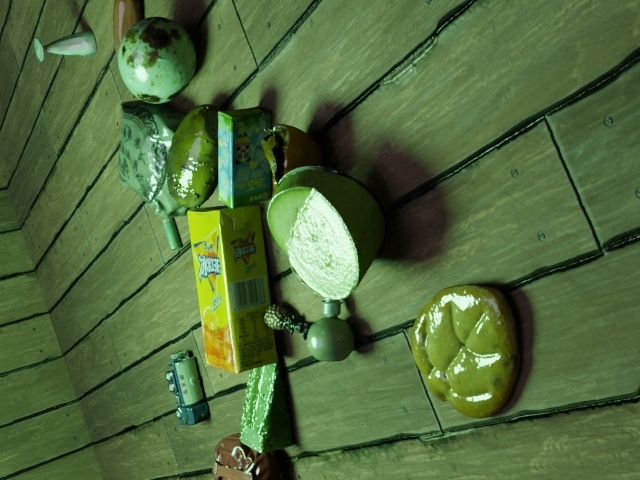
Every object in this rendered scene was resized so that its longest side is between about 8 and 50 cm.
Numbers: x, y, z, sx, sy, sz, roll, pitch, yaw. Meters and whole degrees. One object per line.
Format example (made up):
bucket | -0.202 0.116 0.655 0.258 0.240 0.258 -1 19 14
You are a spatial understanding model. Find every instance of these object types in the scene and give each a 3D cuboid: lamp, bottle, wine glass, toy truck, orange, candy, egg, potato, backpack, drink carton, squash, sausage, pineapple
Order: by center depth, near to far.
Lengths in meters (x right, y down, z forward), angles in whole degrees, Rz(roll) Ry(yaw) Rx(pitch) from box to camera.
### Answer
squash | -0.004 -0.012 1.332 0.220 0.133 0.220 20 136 20
orange | -0.046 -0.136 1.430 0.170 0.112 0.160 -38 -66 -84
lamp | 0.021 0.145 1.484 0.091 0.090 0.164 2 91 55
candy | -0.153 -0.168 1.584 0.062 0.097 0.195 30 127 45
pineapple | -0.060 0.171 1.642 0.124 0.058 0.058 15 116 37
drink carton | -0.195 0.100 1.721 0.154 0.111 0.352 2 101 54
potato | -0.272 -0.187 1.722 0.149 0.113 0.251 50 134 38
egg | -0.362 -0.390 1.733 0.169 0.169 0.231 65 154 13
backpack | -0.180 0.566 1.884 0.229 0.138 0.230 24 122 46
sausage | -0.474 -0.516 1.928 0.077 0.077 0.194 34 130 44
bottle | -0.387 -0.017 2.043 0.030 0.030 0.083 -22 84 56
toy truck | -0.362 0.402 2.151 0.088 0.074 0.202 -8 96 47
wine glass | -0.708 -0.538 2.184 0.073 0.155 0.073 31 131 43

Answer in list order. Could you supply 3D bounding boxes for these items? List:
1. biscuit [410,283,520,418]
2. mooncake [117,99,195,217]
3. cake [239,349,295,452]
biscuit | 0.225 0.167 1.225 0.203 0.041 0.260 53 143 29
mooncake | -0.400 -0.201 1.896 0.254 0.136 0.250 34 126 44
cake | -0.134 0.357 1.772 0.100 0.099 0.236 8 109 52
